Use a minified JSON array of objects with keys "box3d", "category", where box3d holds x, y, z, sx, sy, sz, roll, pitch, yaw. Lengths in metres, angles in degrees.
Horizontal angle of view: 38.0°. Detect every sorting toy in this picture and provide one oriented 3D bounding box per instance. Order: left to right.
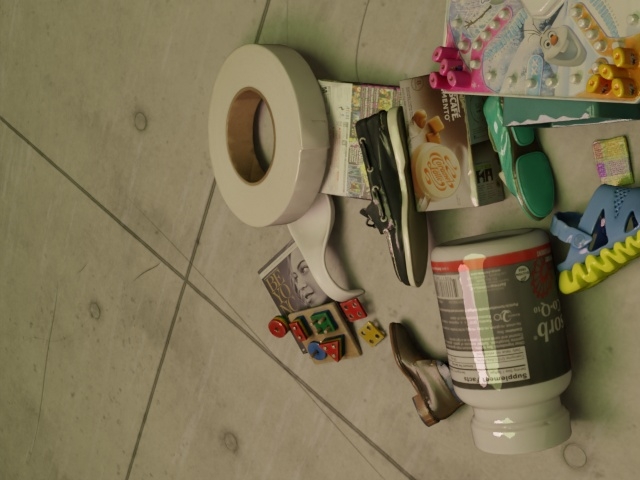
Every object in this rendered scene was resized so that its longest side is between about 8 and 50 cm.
[{"box3d":[0.007,0.208,1.994,0.275,0.046,0.132,-17,107,40],"category":"sorting toy"}]

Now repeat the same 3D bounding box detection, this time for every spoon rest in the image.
[{"box3d":[0.000,0.000,1.961,0.137,0.084,0.276,-30,80,41],"category":"spoon rest"}]

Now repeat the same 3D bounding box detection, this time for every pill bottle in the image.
[{"box3d":[0.323,0.171,1.626,0.210,0.210,0.362,-7,95,42],"category":"pill bottle"}]

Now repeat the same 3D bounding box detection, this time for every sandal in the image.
[{"box3d":[0.486,-0.036,1.502,0.317,0.126,0.138,-39,69,38],"category":"sandal"}]

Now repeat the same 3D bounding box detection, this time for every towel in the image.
[{"box3d":[0.488,-0.131,1.550,0.060,0.009,0.083,-11,92,42],"category":"towel"}]

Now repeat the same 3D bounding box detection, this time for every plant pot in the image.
[{"box3d":[0.401,-0.305,1.496,0.166,0.166,0.234,0,94,42],"category":"plant pot"}]

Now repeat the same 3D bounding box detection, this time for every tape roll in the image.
[{"box3d":[-0.119,-0.220,1.965,0.392,0.072,0.391,14,107,55],"category":"tape roll"}]

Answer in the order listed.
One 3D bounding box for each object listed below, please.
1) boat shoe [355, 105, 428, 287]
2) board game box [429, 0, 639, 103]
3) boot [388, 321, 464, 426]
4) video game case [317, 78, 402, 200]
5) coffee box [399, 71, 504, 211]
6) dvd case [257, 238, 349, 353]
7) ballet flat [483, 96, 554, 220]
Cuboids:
[{"box3d":[0.126,-0.077,1.753,0.113,0.127,0.339,-6,99,23],"category":"boat shoe"},{"box3d":[0.327,-0.411,1.399,0.390,0.050,0.389,14,103,49],"category":"board game box"},{"box3d":[0.217,0.247,1.844,0.106,0.082,0.219,-28,75,19],"category":"boot"},{"box3d":[0.086,-0.197,1.843,0.210,0.042,0.232,9,106,27],"category":"video game case"},{"box3d":[0.240,-0.183,1.698,0.141,0.098,0.246,-3,97,42],"category":"coffee box"},{"box3d":[-0.041,0.121,2.066,0.164,0.018,0.221,-42,71,39],"category":"dvd case"},{"box3d":[0.346,-0.152,1.637,0.087,0.083,0.247,-17,87,67],"category":"ballet flat"}]
